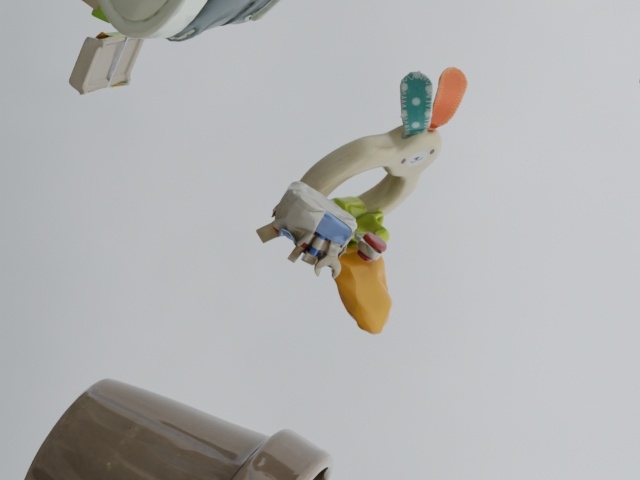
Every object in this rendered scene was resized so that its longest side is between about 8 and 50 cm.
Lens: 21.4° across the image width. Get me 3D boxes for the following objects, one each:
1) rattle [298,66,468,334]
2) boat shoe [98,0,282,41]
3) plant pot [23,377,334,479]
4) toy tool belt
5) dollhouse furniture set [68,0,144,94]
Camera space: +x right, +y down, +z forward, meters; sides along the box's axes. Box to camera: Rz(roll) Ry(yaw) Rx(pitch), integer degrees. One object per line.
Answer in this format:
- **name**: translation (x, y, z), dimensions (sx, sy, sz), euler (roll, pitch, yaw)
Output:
- **rattle**: translation (0.072, -0.039, 1.487), dimensions (0.200, 0.130, 0.142), euler (-36, -134, 21)
- **boat shoe**: translation (0.001, -0.222, 0.901), dimensions (0.319, 0.099, 0.116), euler (-43, -116, 33)
- **plant pot**: translation (-0.150, 0.250, 1.581), dimensions (0.229, 0.263, 0.263), euler (32, -47, 9)
- **toy tool belt**: translation (0.000, 0.000, 1.203), dimensions (0.051, 0.083, 0.052), euler (-54, -176, 19)
- **dollhouse furniture set**: translation (-0.187, -0.205, 1.489), dimensions (0.058, 0.076, 0.151), euler (37, -60, 18)
